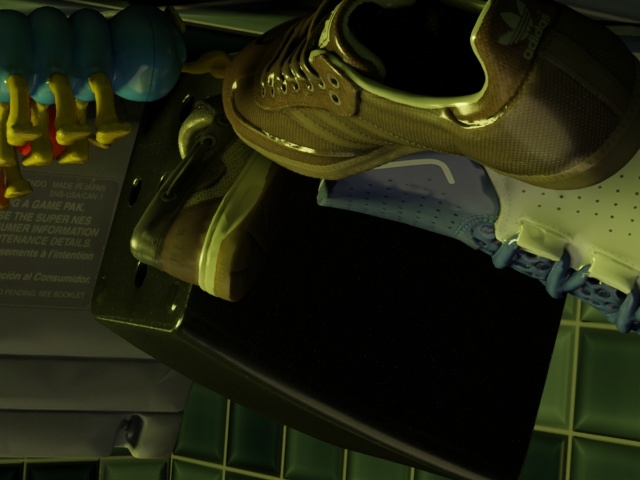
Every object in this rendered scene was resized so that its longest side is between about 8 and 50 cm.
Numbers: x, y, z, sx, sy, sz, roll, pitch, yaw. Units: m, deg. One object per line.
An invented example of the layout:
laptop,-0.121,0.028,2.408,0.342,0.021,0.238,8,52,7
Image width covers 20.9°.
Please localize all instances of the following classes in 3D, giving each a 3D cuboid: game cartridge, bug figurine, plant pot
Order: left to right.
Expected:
game cartridge,-0.223,0.010,0.914,0.355,0.230,0.068,4,-154,-25
bug figurine,-0.169,-0.057,0.707,0.216,0.072,0.279,-3,177,-21
plant pot,0.000,0.000,0.819,0.167,0.187,0.188,17,174,-25

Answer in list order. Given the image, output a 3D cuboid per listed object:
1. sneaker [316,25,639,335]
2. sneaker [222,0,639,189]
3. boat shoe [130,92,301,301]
sneaker,0.155,0.018,0.677,0.315,0.182,0.127,4,178,-2
sneaker,0.020,-0.062,0.561,0.188,0.066,0.071,7,156,49
boat shoe,-0.031,-0.037,0.672,0.049,0.056,0.152,17,-144,4
